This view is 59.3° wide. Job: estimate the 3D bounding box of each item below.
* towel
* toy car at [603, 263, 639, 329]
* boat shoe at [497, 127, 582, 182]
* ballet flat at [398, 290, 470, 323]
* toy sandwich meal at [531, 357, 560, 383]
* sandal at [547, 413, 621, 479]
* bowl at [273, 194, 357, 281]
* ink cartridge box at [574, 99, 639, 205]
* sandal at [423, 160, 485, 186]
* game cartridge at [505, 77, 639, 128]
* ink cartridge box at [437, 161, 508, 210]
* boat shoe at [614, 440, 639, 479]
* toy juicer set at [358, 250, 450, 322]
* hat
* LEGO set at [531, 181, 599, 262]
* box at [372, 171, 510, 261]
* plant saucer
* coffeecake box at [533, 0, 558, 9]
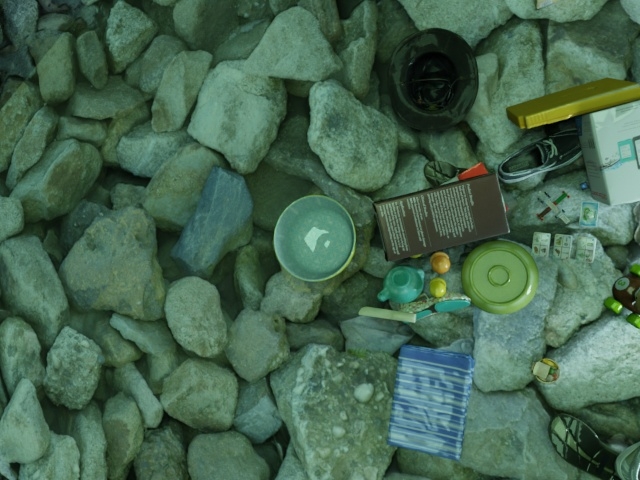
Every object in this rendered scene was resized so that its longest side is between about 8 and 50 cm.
[{"bbox_3d":[0.354,0.517,1.814,0.243,0.040,0.336,7,85,19],"label":"towel"},{"bbox_3d":[0.925,0.159,1.605,0.149,0.188,0.155,38,94,18],"label":"toy car"},{"bbox_3d":[0.706,-0.276,1.776,0.301,0.102,0.108,-21,77,13],"label":"boat shoe"},{"bbox_3d":[0.363,0.202,1.833,0.240,0.091,0.077,-17,56,11],"label":"ballet flat"},{"bbox_3d":[0.694,0.401,1.728,0.085,0.029,0.086,-2,82,17],"label":"toy sandwich meal"},{"bbox_3d":[0.792,0.626,1.646,0.302,0.086,0.120,37,89,3],"label":"sandal"},{"bbox_3d":[0.000,0.000,1.929,0.289,0.156,0.290,-2,82,17],"label":"bowl"},{"bbox_3d":[0.888,-0.259,1.633,0.197,0.198,0.270,-14,97,14],"label":"ink cartridge box"},{"bbox_3d":[0.452,-0.215,1.872,0.219,0.060,0.090,4,98,3],"label":"sandal"},{"bbox_3d":[0.745,-0.413,1.697,0.323,0.285,0.053,-15,106,15],"label":"game cartridge"},{"bbox_3d":[0.465,-0.118,1.827,0.232,0.066,0.189,-29,94,15],"label":"ink cartridge box"},{"bbox_3d":[0.969,0.566,1.561,0.320,0.103,0.118,-33,79,-6],"label":"boat shoe"},{"bbox_3d":[0.298,0.155,1.827,0.209,0.089,0.329,27,77,28],"label":"toy juicer set"},{"bbox_3d":[0.385,-0.535,1.894,0.331,0.134,0.331,5,103,22],"label":"hat"},{"bbox_3d":[0.767,-0.064,1.753,0.182,0.060,0.244,7,98,30],"label":"LEGO set"},{"bbox_3d":[0.367,-0.075,1.746,0.381,0.143,0.191,-13,95,4],"label":"box"},{"bbox_3d":[0.573,0.116,1.800,0.240,0.037,0.241,-2,83,17],"label":"plant saucer"},{"bbox_3d":[0.759,-0.887,1.859,0.142,0.068,0.186,-17,78,15],"label":"coffeecake box"}]
